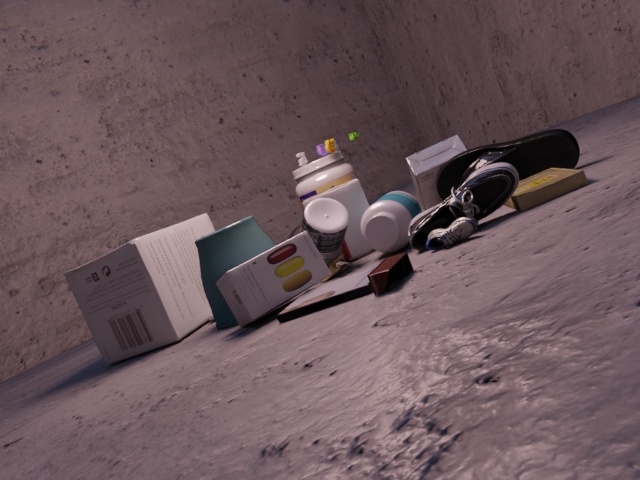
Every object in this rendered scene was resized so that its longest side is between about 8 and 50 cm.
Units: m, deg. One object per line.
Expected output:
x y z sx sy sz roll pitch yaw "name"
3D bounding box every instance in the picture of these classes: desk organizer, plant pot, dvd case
0.150 0.068 1.325 0.050 0.047 0.130 -19 7 29 "desk organizer"
-0.222 0.076 1.782 0.271 0.255 0.271 -23 5 2 "plant pot"
0.037 0.118 1.463 0.253 0.022 0.180 -21 6 28 "dvd case"

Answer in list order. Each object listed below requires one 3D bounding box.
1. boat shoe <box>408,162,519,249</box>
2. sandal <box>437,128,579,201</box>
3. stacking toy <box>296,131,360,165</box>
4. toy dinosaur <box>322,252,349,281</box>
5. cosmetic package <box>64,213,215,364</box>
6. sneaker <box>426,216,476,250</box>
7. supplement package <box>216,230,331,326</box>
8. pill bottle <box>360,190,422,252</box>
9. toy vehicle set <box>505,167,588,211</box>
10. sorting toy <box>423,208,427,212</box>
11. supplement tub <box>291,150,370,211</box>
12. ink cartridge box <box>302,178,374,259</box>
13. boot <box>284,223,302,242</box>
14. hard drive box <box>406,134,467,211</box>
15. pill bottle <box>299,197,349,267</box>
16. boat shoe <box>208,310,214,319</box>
0.343 -0.077 1.517 0.306 0.113 0.105 -29 12 18 "boat shoe"
0.517 -0.200 1.819 0.445 0.168 0.107 -20 24 42 "sandal"
0.033 -0.346 2.366 0.167 0.052 0.221 -17 6 40 "stacking toy"
0.039 0.083 1.750 0.092 0.053 0.183 -45 7 -30 "toy dinosaur"
-0.528 0.149 2.040 0.329 0.328 0.393 -22 5 26 "cosmetic package"
0.300 -0.007 1.448 0.135 0.052 0.058 -29 10 43 "sneaker"
-0.120 0.097 1.608 0.244 0.139 0.134 -29 -3 -26 "supplement package"
0.197 -0.050 1.749 0.146 0.146 0.264 -22 5 21 "pill bottle"
0.551 -0.133 1.589 0.165 0.035 0.267 -23 5 8 "toy vehicle set"
0.321 -0.071 1.982 0.061 0.042 0.102 -26 5 -17 "sorting toy"
0.050 -0.147 2.365 0.241 0.331 0.241 -24 5 2 "supplement tub"
0.067 -0.060 2.014 0.131 0.226 0.306 -25 4 -14 "ink cartridge box"
-0.054 0.017 2.544 0.222 0.118 0.338 -14 22 49 "boot"
0.396 -0.206 2.043 0.181 0.089 0.232 -23 -38 4 "hard drive box"
0.000 0.000 1.825 0.130 0.130 0.246 -27 -27 -27 "pill bottle"
-0.303 0.197 1.982 0.066 0.063 0.184 -21 6 30 "boat shoe"
